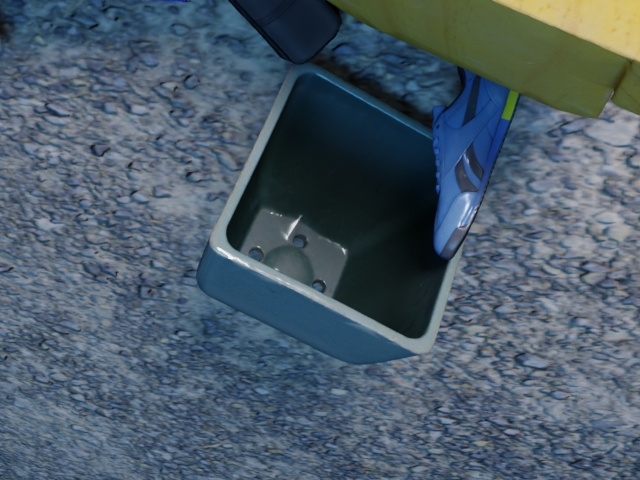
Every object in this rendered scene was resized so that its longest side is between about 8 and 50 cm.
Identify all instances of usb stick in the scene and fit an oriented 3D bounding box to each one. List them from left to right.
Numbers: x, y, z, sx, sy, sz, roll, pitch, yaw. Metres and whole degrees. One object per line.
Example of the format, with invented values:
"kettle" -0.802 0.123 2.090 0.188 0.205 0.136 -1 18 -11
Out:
"usb stick" -0.073 -0.266 0.816 0.077 0.045 0.278 -37 139 12

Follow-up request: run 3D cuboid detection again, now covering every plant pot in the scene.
"plant pot" 0.000 0.000 1.002 0.247 0.248 0.252 27 153 -10

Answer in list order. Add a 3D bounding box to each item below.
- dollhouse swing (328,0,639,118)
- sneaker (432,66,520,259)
"dollhouse swing" 0.148 -0.281 0.689 0.346 0.305 0.315 27 109 12
"sneaker" 0.141 -0.085 0.900 0.082 0.209 0.069 19 173 6
